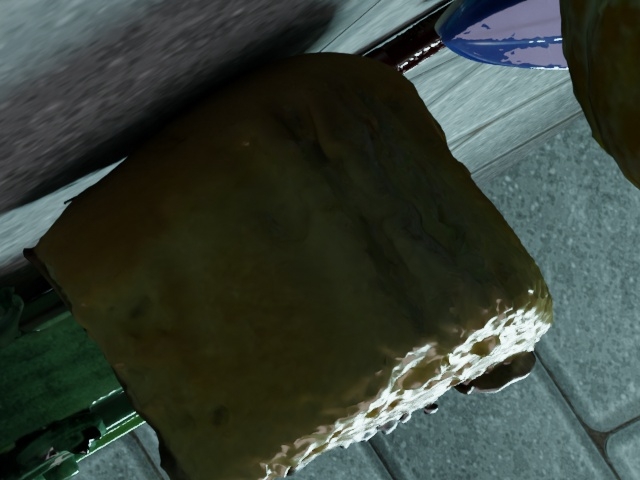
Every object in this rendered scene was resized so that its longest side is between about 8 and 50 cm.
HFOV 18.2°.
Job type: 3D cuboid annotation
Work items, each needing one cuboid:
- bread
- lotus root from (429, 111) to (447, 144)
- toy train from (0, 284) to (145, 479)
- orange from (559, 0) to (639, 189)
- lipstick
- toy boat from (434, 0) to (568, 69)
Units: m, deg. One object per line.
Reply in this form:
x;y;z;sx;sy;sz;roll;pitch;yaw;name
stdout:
0.000;0.000;0.998;0.262;0.204;0.162;-25;160;-42;bread
0.029;-0.051;1.331;0.191;0.094;0.108;14;99;-78;lotus root
-0.151;0.077;1.225;0.301;0.120;0.202;-29;177;-38;toy train
0.255;-0.089;0.899;0.249;0.329;0.329;-43;174;13;orange
0.060;-0.118;1.194;0.176;0.027;0.027;-33;176;-12;lipstick
0.197;-0.170;1.197;0.295;0.088;0.129;-22;145;-19;toy boat
